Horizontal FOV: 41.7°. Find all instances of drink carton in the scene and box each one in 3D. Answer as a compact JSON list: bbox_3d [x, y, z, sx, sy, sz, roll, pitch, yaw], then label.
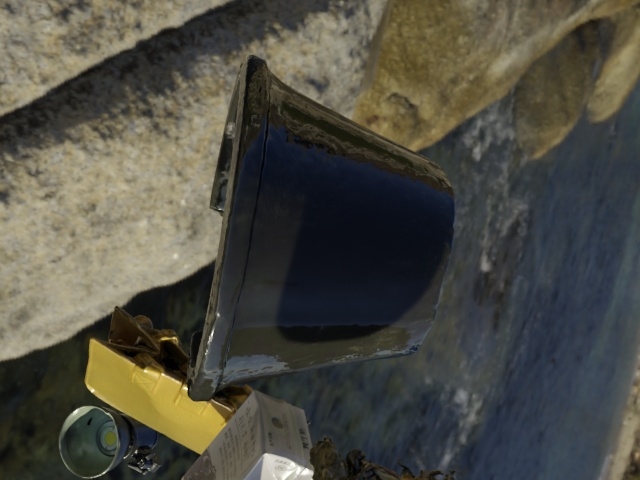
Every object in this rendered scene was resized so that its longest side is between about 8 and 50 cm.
[{"bbox_3d":[-0.111,0.351,1.254,0.222,0.102,0.134,-53,-155,21],"label":"drink carton"}]

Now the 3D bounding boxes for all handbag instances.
[{"bbox_3d":[-0.222,0.277,1.503,0.133,0.401,0.283,-60,-178,-27],"label":"handbag"}]

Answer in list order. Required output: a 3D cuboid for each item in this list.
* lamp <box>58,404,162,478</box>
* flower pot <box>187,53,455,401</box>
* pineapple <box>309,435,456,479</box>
[{"bbox_3d":[-0.423,0.426,1.792,0.147,0.172,0.227,-49,158,7],"label":"lamp"},{"bbox_3d":[0.000,0.000,0.930,0.379,0.251,0.379,-169,-90,-81],"label":"flower pot"},{"bbox_3d":[0.121,0.328,0.934,0.344,0.209,0.286,-5,70,-65],"label":"pineapple"}]
